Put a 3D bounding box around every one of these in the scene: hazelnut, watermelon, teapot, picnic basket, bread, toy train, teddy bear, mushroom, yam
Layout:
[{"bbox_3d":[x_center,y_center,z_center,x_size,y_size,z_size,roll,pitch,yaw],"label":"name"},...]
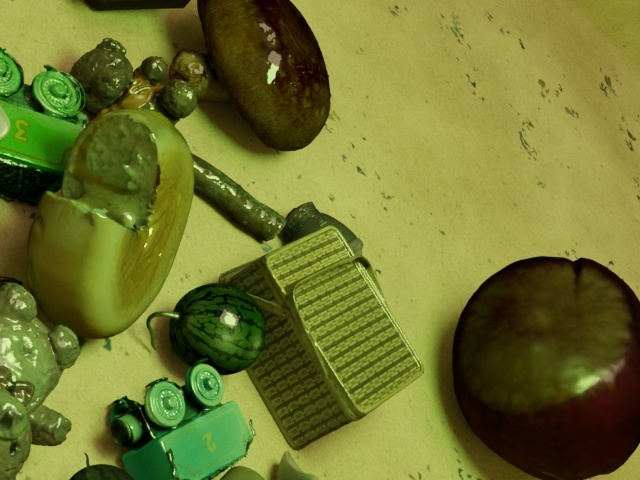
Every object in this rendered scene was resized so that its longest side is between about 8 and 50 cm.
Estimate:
[{"bbox_3d":[0.422,0.239,2.271,0.402,0.402,0.429,22,43,-37],"label":"hazelnut"},{"bbox_3d":[-0.289,0.334,1.596,0.105,0.105,0.133,3,50,-47],"label":"watermelon"},{"bbox_3d":[-0.172,0.132,1.854,0.187,0.140,0.141,18,50,-35],"label":"watermelon"},{"bbox_3d":[0.004,-0.005,2.184,0.146,0.116,0.148,48,40,8],"label":"teapot"},{"bbox_3d":[-0.005,0.146,1.999,0.228,0.175,0.313,-23,80,-53],"label":"picnic basket"},{"bbox_3d":[-0.301,-0.024,1.733,0.160,0.333,0.333,19,34,15],"label":"bread"},{"bbox_3d":[-0.450,-0.164,1.782,0.243,0.132,0.188,16,56,-38],"label":"toy train"},{"bbox_3d":[-0.415,0.189,1.527,0.236,0.151,0.267,46,32,-23],"label":"teddy bear"},{"bbox_3d":[-0.101,-0.323,2.231,0.345,0.239,0.345,9,79,-60],"label":"mushroom"},{"bbox_3d":[-0.318,-0.231,1.984,0.190,0.177,0.140,43,-6,-13],"label":"teddy bear"},{"bbox_3d":[-0.176,-0.091,2.090,0.274,0.061,0.061,37,40,-22],"label":"yam"},{"bbox_3d":[-0.199,0.271,1.743,0.203,0.112,0.163,-21,85,-52],"label":"toy train"}]

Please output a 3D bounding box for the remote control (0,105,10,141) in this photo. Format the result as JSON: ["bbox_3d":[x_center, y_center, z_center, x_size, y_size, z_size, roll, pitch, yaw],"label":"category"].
[{"bbox_3d":[-0.551,-0.107,1.597,0.309,0.038,0.090,-31,87,-28],"label":"remote control"}]

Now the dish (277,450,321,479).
[{"bbox_3d":[0.019,0.423,1.863,0.212,0.151,0.077,40,82,-20],"label":"dish"}]

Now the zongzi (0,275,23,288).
[{"bbox_3d":[-0.435,0.091,1.672,0.067,0.073,0.083,19,10,-39],"label":"zongzi"}]

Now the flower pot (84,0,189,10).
[{"bbox_3d":[-0.321,-0.473,2.146,0.251,0.084,0.179,-6,64,-24],"label":"flower pot"}]

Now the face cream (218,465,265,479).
[{"bbox_3d":[-0.184,0.439,1.660,0.341,0.084,0.137,-44,111,-48],"label":"face cream"}]
